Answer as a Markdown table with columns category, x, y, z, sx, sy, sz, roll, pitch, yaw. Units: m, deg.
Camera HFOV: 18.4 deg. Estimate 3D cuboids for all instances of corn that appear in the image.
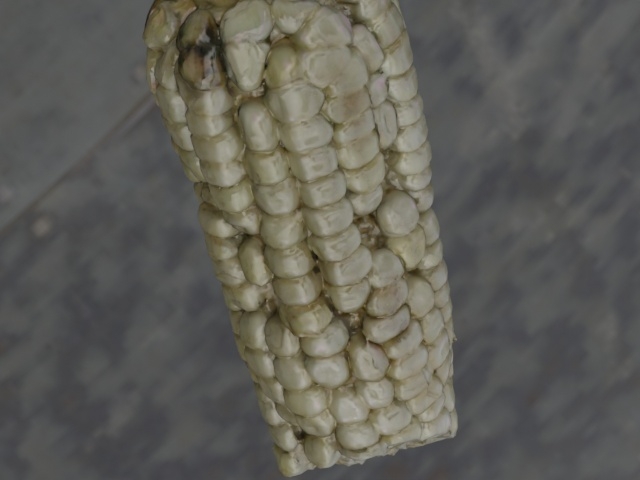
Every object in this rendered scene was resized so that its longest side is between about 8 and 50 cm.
| category | x | y | z | sx | sy | sz | roll | pitch | yaw |
| --- | --- | --- | --- | --- | --- | --- | --- | --- | --- |
| corn | 0.000 | 0.000 | 0.659 | 0.087 | 0.087 | 0.211 | -26 | 118 | -26 |
